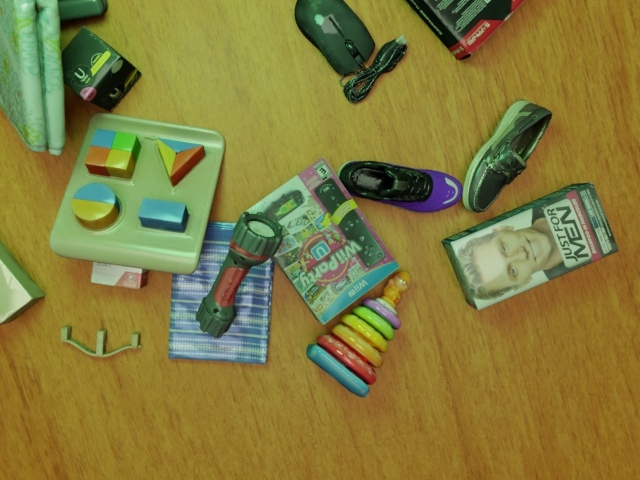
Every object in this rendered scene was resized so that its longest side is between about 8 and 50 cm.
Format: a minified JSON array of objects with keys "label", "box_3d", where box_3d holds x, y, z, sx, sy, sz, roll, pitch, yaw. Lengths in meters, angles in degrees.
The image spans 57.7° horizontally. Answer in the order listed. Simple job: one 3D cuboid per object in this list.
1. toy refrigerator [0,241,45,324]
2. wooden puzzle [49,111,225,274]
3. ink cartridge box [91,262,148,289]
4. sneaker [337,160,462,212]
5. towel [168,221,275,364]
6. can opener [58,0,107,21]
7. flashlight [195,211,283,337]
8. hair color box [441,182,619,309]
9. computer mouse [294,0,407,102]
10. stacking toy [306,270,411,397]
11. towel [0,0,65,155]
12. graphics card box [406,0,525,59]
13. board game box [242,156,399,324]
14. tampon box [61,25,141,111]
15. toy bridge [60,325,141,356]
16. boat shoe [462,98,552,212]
[{"label":"toy refrigerator","box_3d":[-0.772,0.057,1.337,0.102,0.094,0.270,-39,94,-5]},{"label":"wooden puzzle","box_3d":[-0.399,-0.117,1.282,0.321,0.080,0.348,9,70,-2]},{"label":"ink cartridge box","box_3d":[-0.454,0.005,1.348,0.115,0.067,0.198,9,94,-2]},{"label":"sneaker","box_3d":[0.183,-0.119,1.309,0.293,0.146,0.102,7,93,-1]},{"label":"towel","box_3d":[-0.233,0.123,1.373,0.243,0.040,0.336,4,94,0]},{"label":"can opener","box_3d":[-0.625,-0.496,1.326,0.283,0.076,0.095,-10,126,-1]},{"label":"flashlight","box_3d":[-0.180,0.083,1.248,0.103,0.103,0.304,31,118,5]},{"label":"hair color box","box_3d":[0.479,0.012,1.342,0.347,0.105,0.174,-24,93,1]},{"label":"computer mouse","box_3d":[0.053,-0.471,1.324,0.188,0.072,0.272,-45,93,3]},{"label":"stacking toy","box_3d":[0.118,0.194,1.342,0.165,0.175,0.302,38,78,1]},{"label":"towel","box_3d":[-0.603,-0.396,1.168,0.320,0.090,0.375,39,132,35]},{"label":"graphics card box","box_3d":[0.281,-0.621,1.292,0.371,0.094,0.233,44,92,-10]},{"label":"board game box","box_3d":[0.000,0.000,1.318,0.224,0.097,0.303,-36,96,-9]},{"label":"tampon box","box_3d":[-0.489,-0.371,1.278,0.101,0.161,0.120,40,93,-3]},{"label":"toy bridge","box_3d":[-0.520,0.243,1.382,0.188,0.026,0.063,6,96,-1]},{"label":"boat shoe","box_3d":[0.425,-0.187,1.322,0.102,0.092,0.285,32,89,-40]}]
